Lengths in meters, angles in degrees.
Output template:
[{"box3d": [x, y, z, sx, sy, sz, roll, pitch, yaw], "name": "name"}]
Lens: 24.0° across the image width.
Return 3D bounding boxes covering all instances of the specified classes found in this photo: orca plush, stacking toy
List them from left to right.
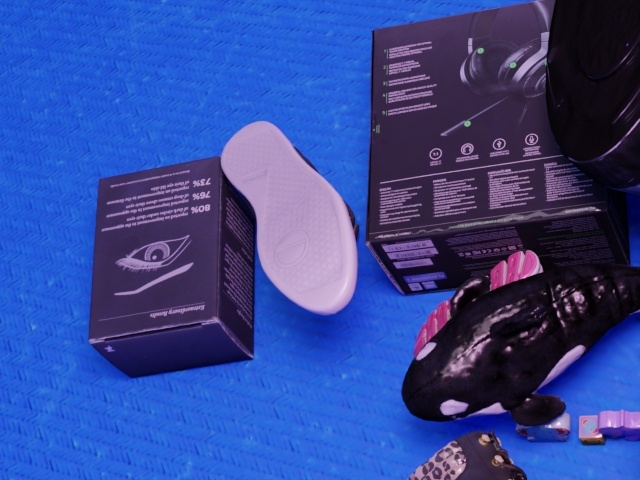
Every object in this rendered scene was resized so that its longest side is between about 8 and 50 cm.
[{"box3d": [0.211, 0.089, 1.387, 0.287, 0.102, 0.151, -10, 78, 1], "name": "orca plush"}, {"box3d": [0.250, 0.177, 1.432, 0.221, 0.052, 0.167, -6, 61, 19], "name": "stacking toy"}]

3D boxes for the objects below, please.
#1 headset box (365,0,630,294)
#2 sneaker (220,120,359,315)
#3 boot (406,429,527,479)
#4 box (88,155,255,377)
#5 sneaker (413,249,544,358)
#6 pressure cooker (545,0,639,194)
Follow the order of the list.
[{"box3d": [0.183, -0.108, 1.564, 0.246, 0.131, 0.283, -8, 61, 18], "name": "headset box"}, {"box3d": [0.000, 0.000, 1.555, 0.104, 0.147, 0.296, -39, 40, 7], "name": "sneaker"}, {"box3d": [0.200, 0.234, 1.361, 0.236, 0.085, 0.178, -38, 60, 13], "name": "boot"}, {"box3d": [-0.159, 0.030, 1.639, 0.153, 0.108, 0.207, -9, 61, 17], "name": "box"}, {"box3d": [0.170, 0.083, 1.509, 0.170, 0.075, 0.063, -39, 27, 23], "name": "sneaker"}, {"box3d": [0.449, -0.176, 1.324, 0.420, 0.370, 0.375, 12, 41, -12], "name": "pressure cooker"}]
